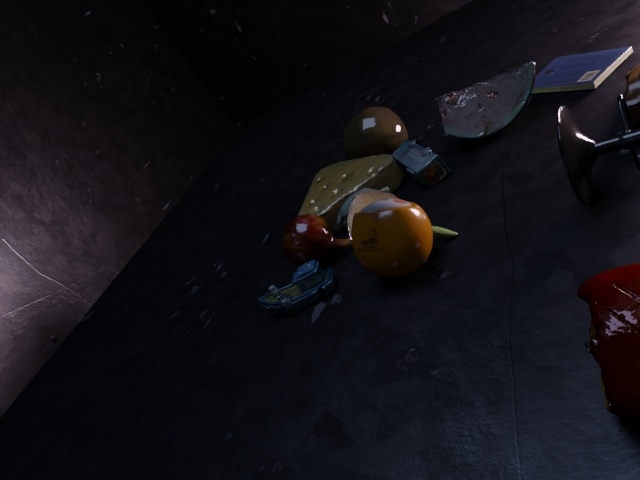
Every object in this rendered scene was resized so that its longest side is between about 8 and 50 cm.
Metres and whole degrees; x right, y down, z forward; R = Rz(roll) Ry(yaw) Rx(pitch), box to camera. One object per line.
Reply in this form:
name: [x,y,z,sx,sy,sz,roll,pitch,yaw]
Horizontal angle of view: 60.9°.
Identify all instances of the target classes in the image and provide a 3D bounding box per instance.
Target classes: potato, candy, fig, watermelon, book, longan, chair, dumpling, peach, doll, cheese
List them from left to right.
fig: [-0.007,0.003,1.652,0.207,0.175,0.175,13,51,34]
cheese: [0.064,-0.142,1.858,0.384,0.104,0.384,-28,25,15]
dumpling: [0.149,-0.104,1.663,0.149,0.104,0.217,-1,19,43]
potato: [0.147,-0.031,1.537,0.117,0.182,0.202,125,146,-65]
longan: [0.192,-0.366,1.977,0.246,0.215,0.245,-41,42,51]
doll: [0.201,-0.010,1.383,0.236,0.213,0.214,-9,2,-42]
watermelon: [0.527,-0.432,1.680,0.305,0.180,0.223,-19,44,29]
book: [0.788,-0.524,1.691,0.191,0.025,0.269,-42,25,-14]
peach: [0.447,0.141,0.775,0.226,0.196,0.190,-44,-10,-12]
candy: [0.820,-0.396,1.344,0.143,0.101,0.271,-21,22,42]
chair: [0.693,-0.219,1.047,0.401,0.226,0.226,-14,33,38]

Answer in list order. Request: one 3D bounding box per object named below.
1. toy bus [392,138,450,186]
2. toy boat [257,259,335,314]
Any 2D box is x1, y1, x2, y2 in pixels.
toy bus: [0.321,-0.254,1.751,0.109,0.091,0.261,-45,23,7]
toy boat: [-0.075,0.137,1.556,0.238,0.098,0.109,-28,23,19]
